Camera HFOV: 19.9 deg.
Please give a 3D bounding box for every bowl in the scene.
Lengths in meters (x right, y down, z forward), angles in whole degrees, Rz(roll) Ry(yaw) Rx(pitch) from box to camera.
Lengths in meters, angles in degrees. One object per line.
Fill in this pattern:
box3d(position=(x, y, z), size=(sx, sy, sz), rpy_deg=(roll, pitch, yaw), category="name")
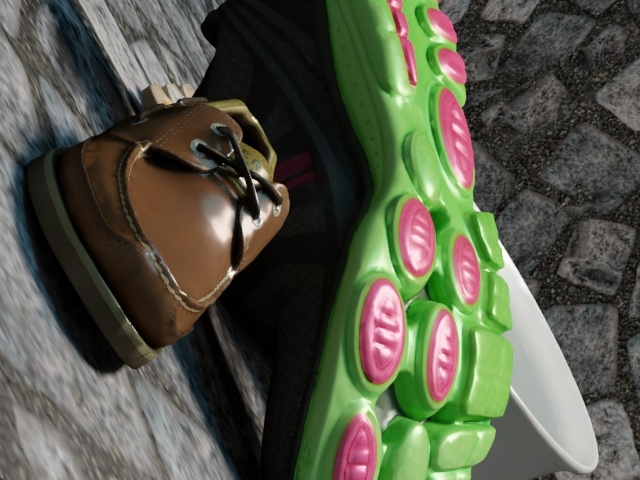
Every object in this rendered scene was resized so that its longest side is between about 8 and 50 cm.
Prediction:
box3d(position=(0.084, 0.077, 1.408), size=(0.298, 0.134, 0.298), rpy_deg=(53, 15, -21), category="bowl")

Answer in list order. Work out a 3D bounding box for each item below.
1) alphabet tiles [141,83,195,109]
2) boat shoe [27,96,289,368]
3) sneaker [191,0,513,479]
box3d(position=(-0.054, -0.001, 1.444), size=(0.278, 0.021, 0.284), rpy_deg=(59, 10, 0), category="alphabet tiles")
box3d(position=(-0.076, -0.026, 0.957), size=(0.110, 0.104, 0.307), rpy_deg=(62, 4, -15), category="boat shoe")
box3d(position=(0.000, 0.000, 1.215), size=(0.185, 0.202, 0.482), rpy_deg=(40, 36, -40), category="sneaker")
